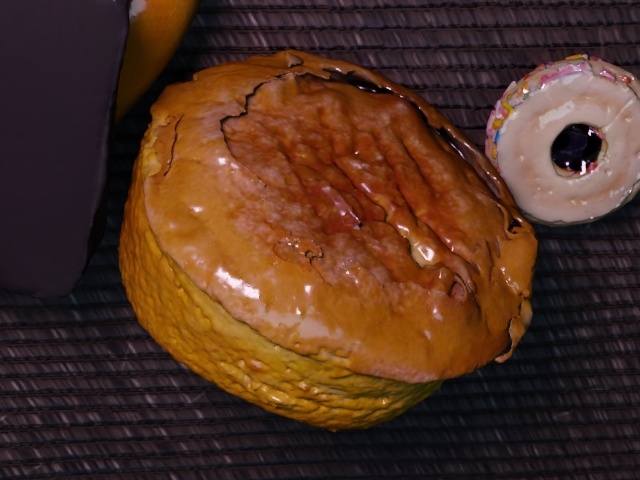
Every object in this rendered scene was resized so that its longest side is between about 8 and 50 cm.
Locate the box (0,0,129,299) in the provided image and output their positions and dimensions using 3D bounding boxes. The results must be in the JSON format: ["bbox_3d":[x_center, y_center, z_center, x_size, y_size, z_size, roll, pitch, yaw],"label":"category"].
[{"bbox_3d":[-0.329,-0.137,1.349,0.359,0.091,0.350,18,128,5],"label":"box"}]

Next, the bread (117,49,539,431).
[{"bbox_3d":[0.003,0.002,1.437,0.358,0.337,0.204,17,137,-14],"label":"bread"}]

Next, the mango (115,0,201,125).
[{"bbox_3d":[-0.171,-0.186,1.397,0.113,0.138,0.253,21,113,-21],"label":"mango"}]

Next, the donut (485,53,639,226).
[{"bbox_3d":[0.233,-0.095,1.545,0.174,0.068,0.175,-4,116,-8],"label":"donut"}]
